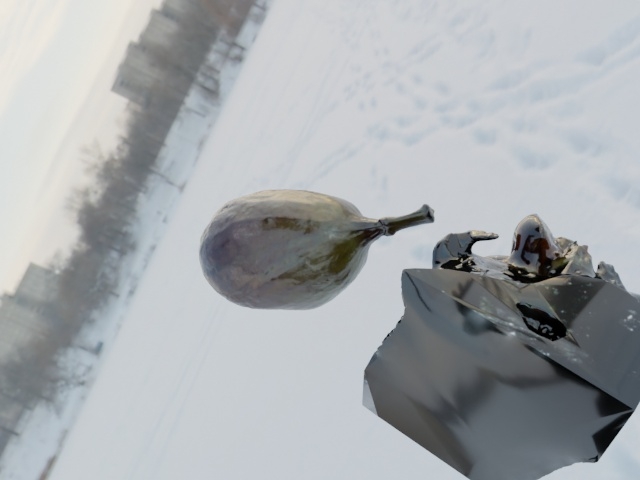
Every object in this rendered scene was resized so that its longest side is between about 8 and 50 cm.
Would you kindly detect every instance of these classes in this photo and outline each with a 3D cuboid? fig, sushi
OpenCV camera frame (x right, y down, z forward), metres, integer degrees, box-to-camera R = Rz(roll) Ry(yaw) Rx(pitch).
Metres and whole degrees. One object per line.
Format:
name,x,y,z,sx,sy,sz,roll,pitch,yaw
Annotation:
fig,0.001,0.002,1.037,0.170,0.274,0.146,-3,-98,-60
sushi,0.192,0.095,0.863,0.212,0.215,0.227,-44,-23,-34
